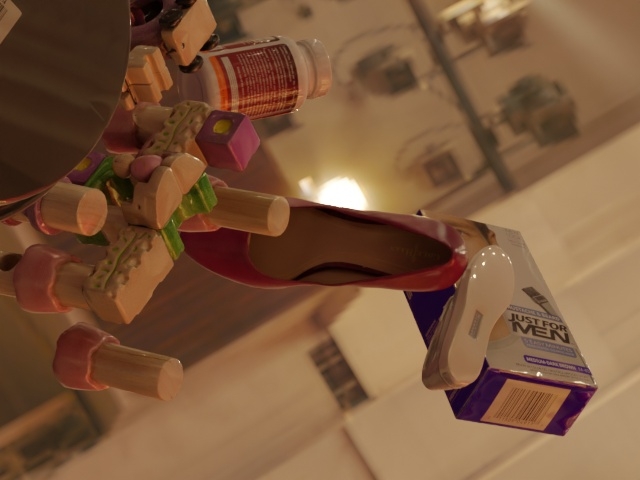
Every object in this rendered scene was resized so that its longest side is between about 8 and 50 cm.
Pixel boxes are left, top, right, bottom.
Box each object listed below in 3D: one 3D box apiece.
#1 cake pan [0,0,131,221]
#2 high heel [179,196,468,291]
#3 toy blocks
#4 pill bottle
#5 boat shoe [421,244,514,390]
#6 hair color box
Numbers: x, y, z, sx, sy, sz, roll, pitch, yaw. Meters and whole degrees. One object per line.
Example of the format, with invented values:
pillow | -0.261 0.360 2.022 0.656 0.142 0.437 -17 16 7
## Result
cake pan | -0.241 -0.150 1.139 0.054 0.293 0.293 1 -61 45
high heel | 0.000 0.000 2.173 0.181 0.377 0.127 65 26 -84
toy blocks | -0.231 -0.053 1.635 0.260 0.288 0.309 11 -38 31
pill bottle | -0.068 -0.171 1.810 0.086 0.152 0.086 37 -46 52
boat shoe | 0.155 0.085 1.826 0.066 0.184 0.063 36 -36 -27
hair color box | 0.239 0.112 2.402 0.110 0.185 0.339 -61 -149 30
